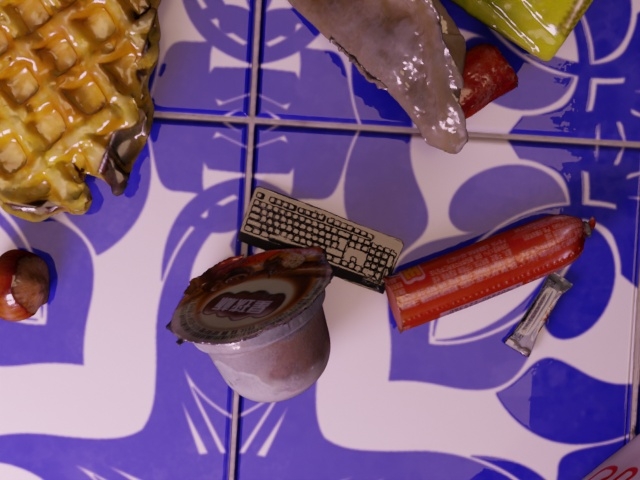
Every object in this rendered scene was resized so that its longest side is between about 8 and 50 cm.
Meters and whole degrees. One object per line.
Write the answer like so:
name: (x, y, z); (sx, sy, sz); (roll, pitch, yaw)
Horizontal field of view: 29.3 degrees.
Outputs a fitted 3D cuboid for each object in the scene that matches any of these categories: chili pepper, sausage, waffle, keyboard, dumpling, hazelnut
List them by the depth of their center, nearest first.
dumpling: (0.085, -0.264, 1.430); (0.332, 0.166, 0.086); (45, 43, 9)
waffle: (-0.373, -0.220, 1.443); (0.380, 0.095, 0.382); (13, 93, -3)
hazelnut: (-0.362, 0.053, 1.459); (0.086, 0.086, 0.086); (0, 91, -3)
chili pepper: (0.175, -0.184, 1.488); (0.123, 0.070, 0.073); (-35, 122, -4)
sausage: (0.212, 0.031, 1.489); (0.274, 0.074, 0.074); (-20, 92, -3)
keyboard: (0.000, 0.000, 1.506); (0.197, 0.015, 0.074); (21, 90, -3)

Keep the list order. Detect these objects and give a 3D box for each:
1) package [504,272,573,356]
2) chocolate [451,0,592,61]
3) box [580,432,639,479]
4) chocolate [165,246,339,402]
package: (0.272, 0.090, 1.523); (0.037, 0.015, 0.110); (32, 90, -4)
chocolate: (0.228, -0.413, 1.410); (0.289, 0.137, 0.300); (33, 114, -3)
box: (0.394, 0.437, 1.391); (0.312, 0.300, 0.314); (-38, 95, -1)
chocolate: (-0.059, 0.109, 1.445); (0.221, 0.221, 0.147); (-24, 121, -3)
